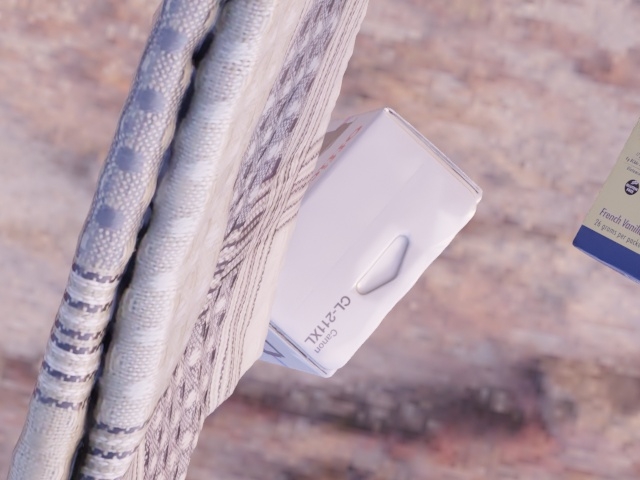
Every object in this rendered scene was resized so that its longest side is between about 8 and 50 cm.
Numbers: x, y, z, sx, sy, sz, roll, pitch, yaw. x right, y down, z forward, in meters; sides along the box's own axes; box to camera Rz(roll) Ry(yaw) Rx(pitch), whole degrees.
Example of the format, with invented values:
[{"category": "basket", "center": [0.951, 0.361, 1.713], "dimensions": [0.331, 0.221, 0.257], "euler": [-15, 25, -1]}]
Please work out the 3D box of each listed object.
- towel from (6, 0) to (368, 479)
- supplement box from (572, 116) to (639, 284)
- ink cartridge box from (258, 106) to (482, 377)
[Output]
[{"category": "towel", "center": [-0.035, -0.003, 0.656], "dimensions": [0.056, 0.324, 0.312], "euler": [21, -159, 0]}, {"category": "supplement box", "center": [0.138, -0.014, 0.610], "dimensions": [0.056, 0.083, 0.083], "euler": [30, -176, 38]}, {"category": "ink cartridge box", "center": [0.000, 0.000, 1.038], "dimensions": [0.072, 0.127, 0.175], "euler": [43, 171, -9]}]
